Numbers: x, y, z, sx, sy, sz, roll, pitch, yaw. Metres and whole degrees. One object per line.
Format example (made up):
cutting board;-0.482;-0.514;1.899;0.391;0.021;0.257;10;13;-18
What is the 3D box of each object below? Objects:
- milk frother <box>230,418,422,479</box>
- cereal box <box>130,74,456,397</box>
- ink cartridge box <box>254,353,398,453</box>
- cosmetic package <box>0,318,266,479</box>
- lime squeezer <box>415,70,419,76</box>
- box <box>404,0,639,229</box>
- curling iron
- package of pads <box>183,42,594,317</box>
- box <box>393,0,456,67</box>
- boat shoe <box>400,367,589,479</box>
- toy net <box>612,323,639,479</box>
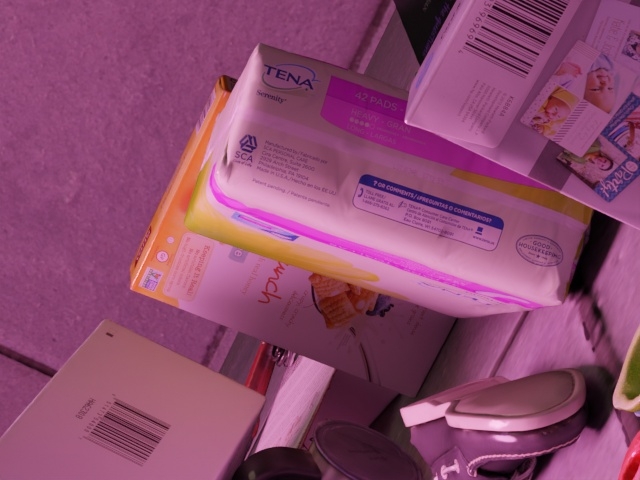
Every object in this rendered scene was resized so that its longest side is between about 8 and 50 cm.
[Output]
milk frother;0.006;0.216;1.249;0.143;0.129;0.134;44;117;38
cereal box;0.000;0.000;1.384;0.047;0.240;0.173;-105;39;-67
ink cartridge box;-0.003;0.164;1.602;0.296;0.066;0.261;123;171;-60
cosmetic package;-0.161;0.216;1.272;0.224;0.138;0.224;-66;-5;29
lime squeezer;0.183;-0.183;1.293;0.310;0.059;0.110;-52;36;34
box;0.142;-0.063;0.598;0.038;0.186;0.145;-75;11;-62
curling iron;-0.075;0.174;1.723;0.068;0.035;0.274;129;166;-74
package of pads;0.041;-0.028;1.187;0.296;0.229;0.101;155;133;-81
box;0.117;-0.248;1.161;0.143;0.165;0.270;-58;43;49
boat shoe;0.101;0.111;1.010;0.206;0.075;0.065;160;91;-75
toy net;0.118;0.124;0.754;0.122;0.045;0.232;137;157;-75
